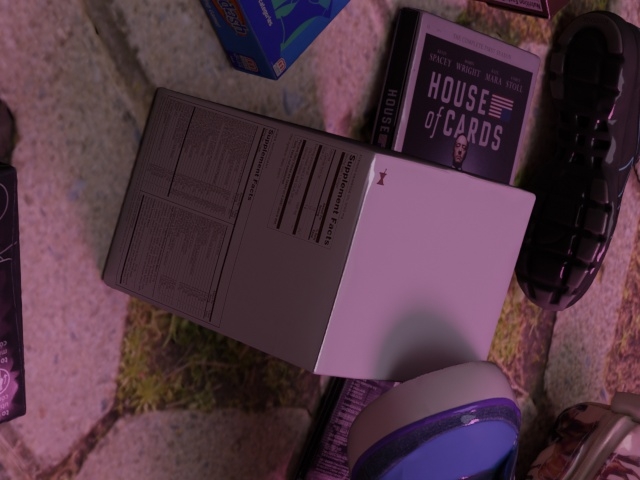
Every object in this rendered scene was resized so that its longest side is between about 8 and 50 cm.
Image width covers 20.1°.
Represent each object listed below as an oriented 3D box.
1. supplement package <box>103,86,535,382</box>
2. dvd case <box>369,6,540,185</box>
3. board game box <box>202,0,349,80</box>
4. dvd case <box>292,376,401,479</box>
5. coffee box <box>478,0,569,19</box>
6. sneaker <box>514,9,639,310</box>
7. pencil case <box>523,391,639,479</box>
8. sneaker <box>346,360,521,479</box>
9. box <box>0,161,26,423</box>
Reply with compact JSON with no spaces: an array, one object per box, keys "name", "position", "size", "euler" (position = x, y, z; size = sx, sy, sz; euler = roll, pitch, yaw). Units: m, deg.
[{"name":"supplement package","position":[0.000,0.000,1.254],"size":[0.194,0.203,0.149],"euler":[11,97,-50]},{"name":"dvd case","position":[0.099,-0.054,1.468],"size":[0.179,0.030,0.238],"euler":[11,92,-51]},{"name":"board game box","position":[-0.010,-0.241,1.264],"size":[0.210,0.047,0.160],"euler":[-50,137,-24]},{"name":"dvd case","position":[0.066,0.123,1.530],"size":[0.164,0.018,0.221],"euler":[26,85,-50]},{"name":"coffee box","position":[0.157,-0.316,1.386],"size":[0.141,0.098,0.246],"euler":[-43,134,-29]},{"name":"sneaker","position":[0.247,-0.065,1.597],"size":[0.106,0.101,0.267],"euler":[3,103,-52]},{"name":"pencil case","position":[0.186,0.322,1.641],"size":[0.410,0.160,0.183],"euler":[-46,150,-27]},{"name":"sneaker","position":[0.107,0.248,1.264],"size":[0.130,0.236,0.322],"euler":[-15,152,-15]},{"name":"box","position":[-0.300,0.044,0.973],"size":[0.247,0.142,0.163],"euler":[-20,121,-42]}]
